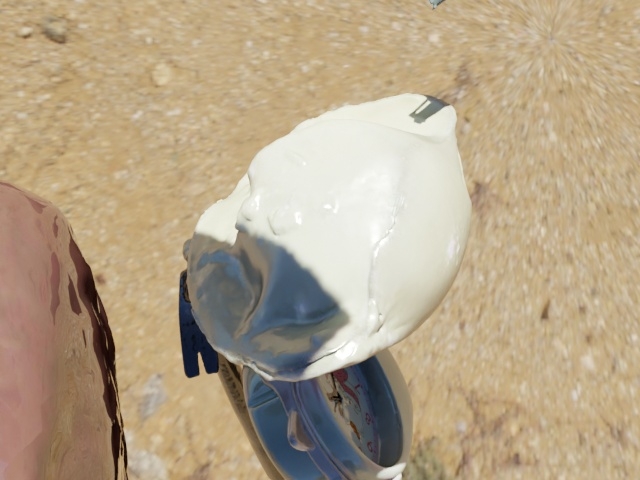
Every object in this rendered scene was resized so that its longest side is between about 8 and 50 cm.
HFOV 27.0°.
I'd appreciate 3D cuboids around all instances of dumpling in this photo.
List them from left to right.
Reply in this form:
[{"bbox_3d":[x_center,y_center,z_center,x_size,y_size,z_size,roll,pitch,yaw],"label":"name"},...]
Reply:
[{"bbox_3d":[0.000,0.000,1.442,0.315,0.395,0.233,-6,137,28],"label":"dumpling"}]

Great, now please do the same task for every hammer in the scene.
[{"bbox_3d":[-0.104,0.188,1.733,0.044,0.168,0.440,-9,141,9],"label":"hammer"}]

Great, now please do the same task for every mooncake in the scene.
[{"bbox_3d":[-0.180,0.132,0.630,0.174,0.334,0.326,-3,107,-7],"label":"mooncake"}]

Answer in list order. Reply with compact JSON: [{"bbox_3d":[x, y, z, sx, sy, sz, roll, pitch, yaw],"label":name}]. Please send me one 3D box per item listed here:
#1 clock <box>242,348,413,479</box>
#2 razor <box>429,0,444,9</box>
[{"bbox_3d":[0.005,0.197,1.655,0.108,0.324,0.265,-26,112,20],"label":"clock"},{"bbox_3d":[0.101,-0.281,1.387,0.068,0.135,0.040,-35,121,-15],"label":"razor"}]
